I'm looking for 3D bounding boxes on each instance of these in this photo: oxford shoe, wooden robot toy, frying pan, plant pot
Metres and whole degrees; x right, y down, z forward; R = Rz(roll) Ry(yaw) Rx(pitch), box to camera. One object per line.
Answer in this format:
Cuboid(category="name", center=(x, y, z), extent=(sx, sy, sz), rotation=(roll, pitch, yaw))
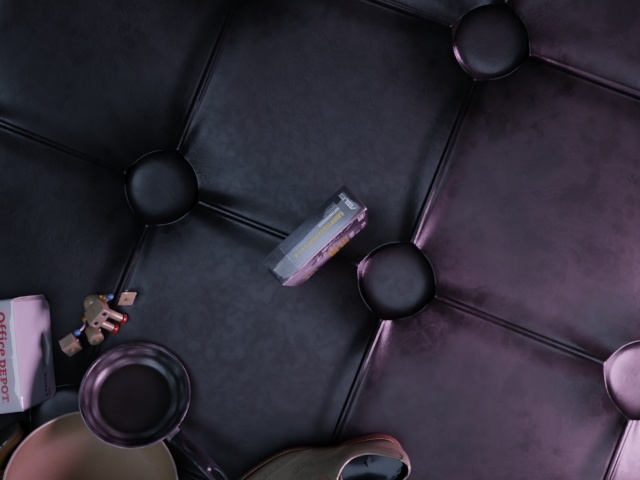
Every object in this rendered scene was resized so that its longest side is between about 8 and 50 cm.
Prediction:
Cuboid(category="oxford shoe", center=(-0.640, 0.446, 1.134), extent=(0.076, 0.076, 0.212), rotation=(41, 88, -26))
Cuboid(category="wooden robot toy", center=(-0.435, 0.142, 1.139), extent=(0.173, 0.076, 0.079), rotation=(-47, 51, 1))
Cuboid(category="oxford shoe", center=(-0.008, 0.427, 1.034), extent=(0.348, 0.130, 0.123), rotation=(-18, 82, -9))
Cuboid(category="frying pan", center=(-0.285, 0.315, 1.093), extent=(0.326, 0.053, 0.197), rotation=(26, 55, -5))
Cuboid(category="plant pot", center=(-0.418, 0.475, 1.035), extent=(0.284, 0.284, 0.191), rotation=(32, 122, 4))

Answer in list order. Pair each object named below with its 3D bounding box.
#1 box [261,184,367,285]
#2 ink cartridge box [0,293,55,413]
Cuboid(category="box", center=(0.000, 0.000, 1.026), extent=(0.183, 0.231, 0.056), rotation=(-43, 83, 0))
Cuboid(category="ink cartridge box", center=(-0.676, 0.221, 1.108), extent=(0.289, 0.121, 0.211), rotation=(-7, 88, 2))
